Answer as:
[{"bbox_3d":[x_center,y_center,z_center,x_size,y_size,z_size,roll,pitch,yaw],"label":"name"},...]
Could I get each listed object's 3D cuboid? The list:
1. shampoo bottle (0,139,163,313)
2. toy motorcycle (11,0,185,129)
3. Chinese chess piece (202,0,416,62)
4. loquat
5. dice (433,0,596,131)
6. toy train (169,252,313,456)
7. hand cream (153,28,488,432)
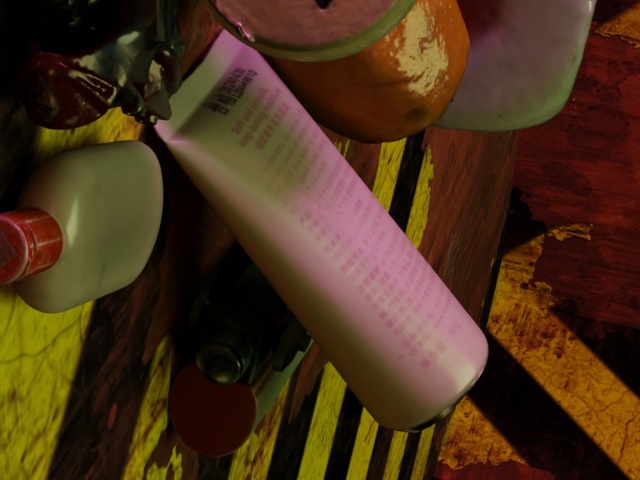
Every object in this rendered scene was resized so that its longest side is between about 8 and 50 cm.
[{"bbox_3d":[-0.160,-0.007,1.015,0.221,0.051,0.108,-27,130,-75],"label":"shampoo bottle"},{"bbox_3d":[-0.129,-0.116,0.978,0.213,0.082,0.122,30,71,-74],"label":"toy motorcycle"},{"bbox_3d":[-0.009,-0.227,1.170,0.083,0.188,0.189,-37,138,-81],"label":"Chinese chess piece"},{"bbox_3d":[0.035,-0.182,1.377,0.234,0.176,0.187,53,13,-31],"label":"loquat"},{"bbox_3d":[0.145,-0.282,1.560,0.262,0.264,0.268,-68,170,-55],"label":"dice"},{"bbox_3d":[-0.052,0.081,1.469,0.285,0.116,0.177,-55,165,-61],"label":"toy train"},{"bbox_3d":[0.000,0.000,1.309,0.359,0.118,0.185,52,36,-16],"label":"hand cream"}]
